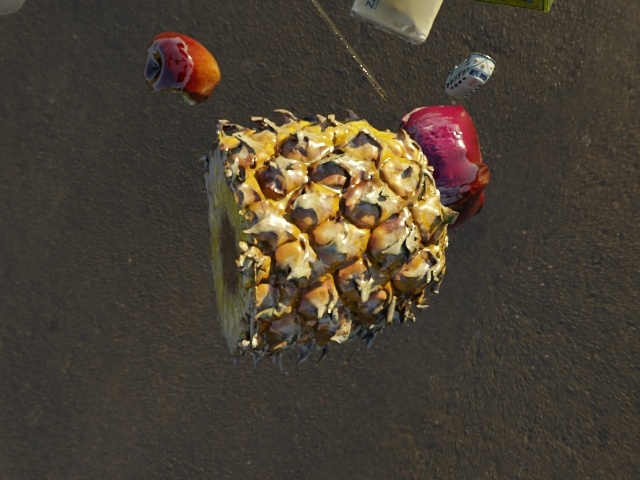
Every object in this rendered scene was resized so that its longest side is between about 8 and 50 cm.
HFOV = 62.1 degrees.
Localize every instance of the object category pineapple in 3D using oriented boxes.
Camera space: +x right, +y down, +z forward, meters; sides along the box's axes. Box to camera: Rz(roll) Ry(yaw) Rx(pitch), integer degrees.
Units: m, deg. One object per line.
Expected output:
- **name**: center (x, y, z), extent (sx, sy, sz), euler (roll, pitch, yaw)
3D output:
- **pineapple**: center (0.001, -0.003, 0.713), extent (0.300, 0.352, 0.352), euler (-7, 83, -12)

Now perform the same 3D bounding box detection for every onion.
- **onion**: center (0.275, -0.200, 1.593), extent (0.421, 0.398, 0.398), euler (-10, 82, -3)

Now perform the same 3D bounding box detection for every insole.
- **insole**: center (-0.004, -0.314, 0.716), extent (0.007, 0.109, 0.322), euler (-37, 79, 18)

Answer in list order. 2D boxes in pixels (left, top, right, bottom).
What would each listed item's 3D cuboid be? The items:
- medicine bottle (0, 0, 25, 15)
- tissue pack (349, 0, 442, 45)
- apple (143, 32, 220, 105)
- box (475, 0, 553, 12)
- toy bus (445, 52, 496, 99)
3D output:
- **medicine bottle**: center (-0.476, -0.431, 0.720), extent (0.114, 0.114, 0.252), euler (-25, 82, 14)
- **tissue pack**: center (0.155, -0.468, 0.943), extent (0.148, 0.092, 0.196), euler (22, 105, -4)
- **apple**: center (-0.322, -0.406, 1.255), extent (0.156, 0.158, 0.147), euler (45, 122, 33)
- **box**: center (0.405, -0.583, 1.178), extent (0.220, 0.141, 0.064), euler (23, 90, 24)
- **toy bus**: center (0.453, -0.497, 1.620), extent (0.087, 0.194, 0.089), euler (23, 84, -9)
